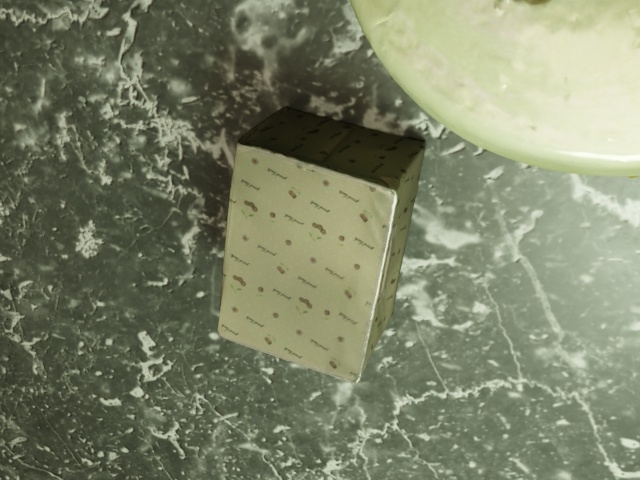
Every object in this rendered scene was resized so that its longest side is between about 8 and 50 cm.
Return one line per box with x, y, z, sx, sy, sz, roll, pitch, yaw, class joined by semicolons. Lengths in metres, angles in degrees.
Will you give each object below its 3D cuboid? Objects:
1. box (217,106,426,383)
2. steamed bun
0.000;0.000;1.205;0.225;0.190;0.297;17;118;14;box
0.228;-0.228;0.884;0.456;0.371;0.290;39;103;17;steamed bun
